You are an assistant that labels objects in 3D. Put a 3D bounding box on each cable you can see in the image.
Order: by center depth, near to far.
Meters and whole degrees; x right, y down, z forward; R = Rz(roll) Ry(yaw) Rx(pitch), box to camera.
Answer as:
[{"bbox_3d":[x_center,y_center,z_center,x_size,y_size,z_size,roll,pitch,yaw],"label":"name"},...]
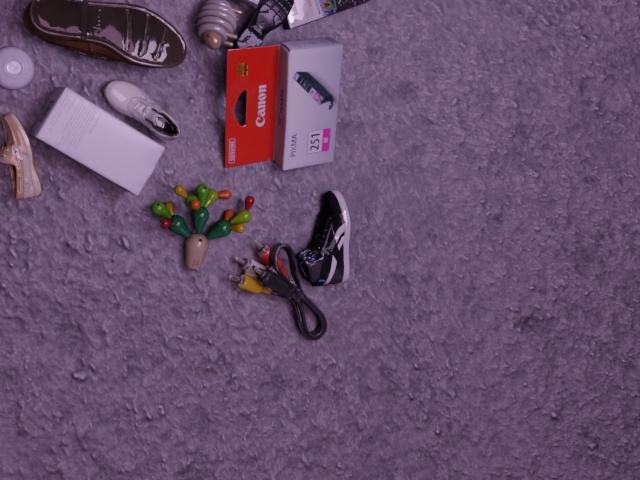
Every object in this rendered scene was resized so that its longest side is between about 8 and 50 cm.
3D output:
[{"bbox_3d":[-0.074,0.104,2.072,0.139,0.072,0.287,-53,127,-9],"label":"cable"}]

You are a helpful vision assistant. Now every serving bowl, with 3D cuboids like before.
[{"bbox_3d":[-0.584,-0.328,1.757,0.083,0.027,0.083,-4,99,-25],"label":"serving bowl"}]

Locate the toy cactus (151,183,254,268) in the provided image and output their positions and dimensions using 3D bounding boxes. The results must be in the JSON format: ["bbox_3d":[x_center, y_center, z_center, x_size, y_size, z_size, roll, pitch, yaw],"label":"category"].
[{"bbox_3d":[-0.247,-0.027,1.940,0.219,0.112,0.180,0,108,-35],"label":"toy cactus"}]

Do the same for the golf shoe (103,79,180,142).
[{"bbox_3d":[-0.350,-0.262,1.851,0.176,0.086,0.069,33,84,-25],"label":"golf shoe"}]

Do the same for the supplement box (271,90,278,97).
[{"bbox_3d":[-0.085,-0.354,1.984,0.083,0.056,0.083,-18,106,-22],"label":"supplement box"}]

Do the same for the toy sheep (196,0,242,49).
[{"bbox_3d":[-0.210,-0.450,1.893,0.091,0.091,0.132,20,65,-27],"label":"toy sheep"}]

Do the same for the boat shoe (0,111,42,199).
[{"bbox_3d":[-0.582,-0.158,1.764,0.059,0.063,0.170,-22,108,-28],"label":"boat shoe"}]

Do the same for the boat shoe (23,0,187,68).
[{"bbox_3d":[-0.414,-0.404,1.790,0.307,0.104,0.111,15,82,-26],"label":"boat shoe"}]

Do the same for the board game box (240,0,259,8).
[{"bbox_3d":[-0.159,-0.652,1.873,0.193,0.053,0.305,23,88,-9],"label":"board game box"}]

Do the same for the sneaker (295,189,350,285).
[{"bbox_3d":[0.000,0.000,2.068,0.121,0.079,0.217,-11,104,-26],"label":"sneaker"}]

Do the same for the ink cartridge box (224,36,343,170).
[{"bbox_3d":[-0.078,-0.279,1.943,0.239,0.060,0.275,-13,126,-26],"label":"ink cartridge box"}]

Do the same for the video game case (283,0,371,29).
[{"bbox_3d":[-0.015,-0.596,1.988,0.210,0.042,0.232,-24,108,-19],"label":"video game case"}]

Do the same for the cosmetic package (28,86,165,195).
[{"bbox_3d":[-0.438,-0.195,1.820,0.231,0.085,0.117,33,83,-28],"label":"cosmetic package"}]

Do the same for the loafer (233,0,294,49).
[{"bbox_3d":[-0.124,-0.458,1.937,0.170,0.061,0.062,-47,113,-6],"label":"loafer"}]
